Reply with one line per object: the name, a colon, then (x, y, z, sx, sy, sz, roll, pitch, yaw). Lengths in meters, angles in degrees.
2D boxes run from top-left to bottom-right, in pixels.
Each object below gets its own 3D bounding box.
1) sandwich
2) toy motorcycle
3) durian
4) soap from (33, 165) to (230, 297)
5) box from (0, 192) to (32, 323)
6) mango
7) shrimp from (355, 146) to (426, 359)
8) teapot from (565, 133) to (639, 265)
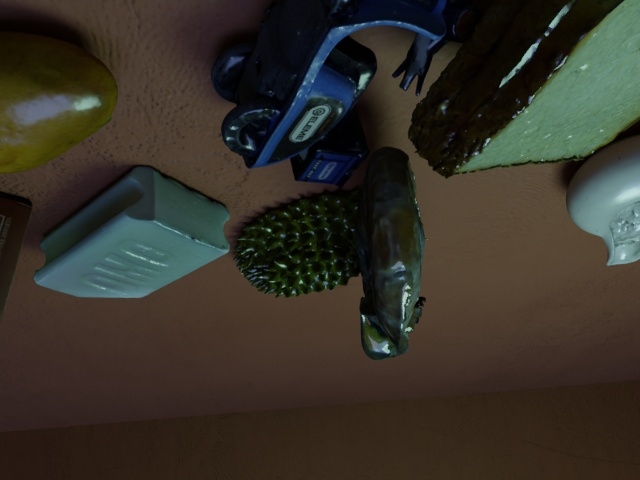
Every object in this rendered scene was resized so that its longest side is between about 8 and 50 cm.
sandwich: (0.266, -0.181, 0.494, 0.301, 0.099, 0.271, -12, 151, -33)
toy motorcycle: (0.022, -0.189, 0.505, 0.213, 0.125, 0.358, 1, 153, -28)
durian: (0.003, 0.000, 0.870, 0.356, 0.157, 0.169, -13, -175, 13)
soap: (-0.303, 0.008, 0.805, 0.290, 0.095, 0.173, -25, 144, 31)
box: (-0.567, 0.164, 0.738, 0.122, 0.385, 0.345, 19, 142, -34)
mango: (-0.324, -0.144, 0.529, 0.228, 0.109, 0.147, -6, 126, 2)
shrimp: (0.102, 0.061, 0.694, 0.110, 0.221, 0.445, -5, 146, 5)
teapot: (0.486, -0.076, 0.753, 0.205, 0.139, 0.298, -7, 151, 7)
